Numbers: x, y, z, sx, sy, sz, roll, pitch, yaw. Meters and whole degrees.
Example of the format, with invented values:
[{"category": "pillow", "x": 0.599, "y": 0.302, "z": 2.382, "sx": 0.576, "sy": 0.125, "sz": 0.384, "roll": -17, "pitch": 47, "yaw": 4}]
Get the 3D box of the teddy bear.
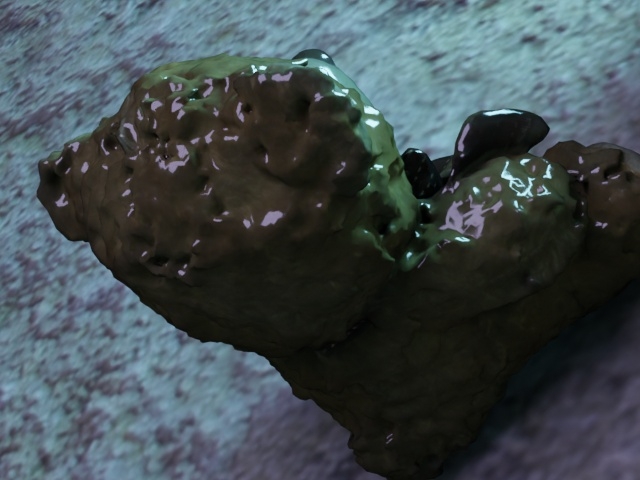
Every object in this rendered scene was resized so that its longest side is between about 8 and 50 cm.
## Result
[{"category": "teddy bear", "x": 0.000, "y": 0.000, "z": 0.741, "sx": 0.267, "sy": 0.256, "sz": 0.156, "roll": -18, "pitch": 46, "yaw": 38}]
